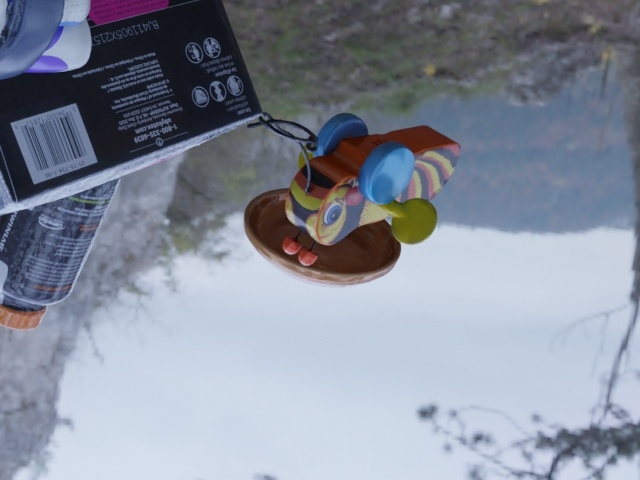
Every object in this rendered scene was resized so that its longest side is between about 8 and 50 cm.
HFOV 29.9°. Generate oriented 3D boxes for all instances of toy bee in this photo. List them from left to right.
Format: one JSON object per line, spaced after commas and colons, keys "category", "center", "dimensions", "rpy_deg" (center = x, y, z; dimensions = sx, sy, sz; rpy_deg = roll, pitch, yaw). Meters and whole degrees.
{"category": "toy bee", "center": [0.019, -0.058, 1.319], "dimensions": [0.298, 0.162, 0.195], "rpy_deg": [10, -157, -29]}

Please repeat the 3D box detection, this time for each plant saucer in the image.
{"category": "plant saucer", "center": [0.000, 0.000, 1.487], "dimensions": [0.200, 0.037, 0.200], "rpy_deg": [11, -150, -6]}

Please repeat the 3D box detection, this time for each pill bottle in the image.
{"category": "pill bottle", "center": [-0.360, -0.007, 1.547], "dimensions": [0.130, 0.245, 0.130], "rpy_deg": [24, -162, -8]}

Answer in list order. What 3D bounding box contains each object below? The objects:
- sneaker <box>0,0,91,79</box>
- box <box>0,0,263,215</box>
{"category": "sneaker", "center": [-0.203, -0.104, 0.647], "dimensions": [0.130, 0.322, 0.236], "rpy_deg": [-23, 156, 32]}
{"category": "box", "center": [-0.197, -0.122, 0.936], "dimensions": [0.247, 0.163, 0.142], "rpy_deg": [-26, -171, -42]}
